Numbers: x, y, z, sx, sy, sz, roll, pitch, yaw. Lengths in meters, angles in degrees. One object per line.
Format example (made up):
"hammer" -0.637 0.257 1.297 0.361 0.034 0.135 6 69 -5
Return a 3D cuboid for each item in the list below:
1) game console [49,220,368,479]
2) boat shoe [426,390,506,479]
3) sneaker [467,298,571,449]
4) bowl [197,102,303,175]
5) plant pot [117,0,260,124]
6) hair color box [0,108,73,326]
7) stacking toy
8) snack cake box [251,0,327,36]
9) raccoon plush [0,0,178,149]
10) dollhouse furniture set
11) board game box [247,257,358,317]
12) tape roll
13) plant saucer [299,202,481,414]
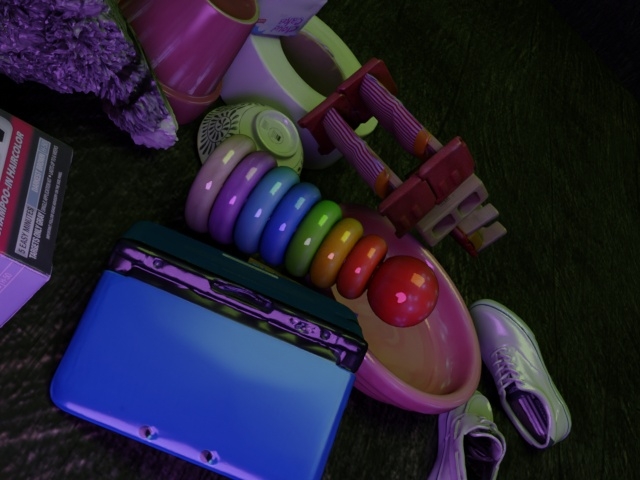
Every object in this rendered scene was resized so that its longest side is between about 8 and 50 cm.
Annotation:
"game console" -0.114 0.121 1.120 0.293 0.173 0.250 24 7 -6
"boat shoe" 0.211 0.286 1.396 0.096 0.088 0.267 48 32 -5
"sneaker" 0.310 0.209 1.599 0.258 0.094 0.091 56 27 7
"bowl" -0.081 -0.135 1.431 0.170 0.080 0.170 20 54 -31
"plant pot" -0.189 -0.290 1.394 0.201 0.180 0.201 32 37 -28
"hair color box" -0.428 -0.082 0.934 0.374 0.114 0.185 29 38 -30
"stacking toy" 0.000 0.000 1.271 0.330 0.141 0.141 30 30 8
"snack cake box" -0.125 -0.439 1.536 0.152 0.089 0.264 -7 60 -54
"raccoon plush" -0.365 -0.200 1.149 0.216 0.299 0.446 -115 -178 -49
"dollhouse furniture set" 0.136 -0.091 1.552 0.201 0.152 0.374 49 1 28
"board game box" -0.042 0.101 1.242 0.154 0.026 0.103 28 60 -4
"tape roll" -0.039 -0.255 1.627 0.286 0.100 0.286 33 35 -27
"plant saucer" 0.089 0.103 1.436 0.332 0.084 0.332 33 34 -27
